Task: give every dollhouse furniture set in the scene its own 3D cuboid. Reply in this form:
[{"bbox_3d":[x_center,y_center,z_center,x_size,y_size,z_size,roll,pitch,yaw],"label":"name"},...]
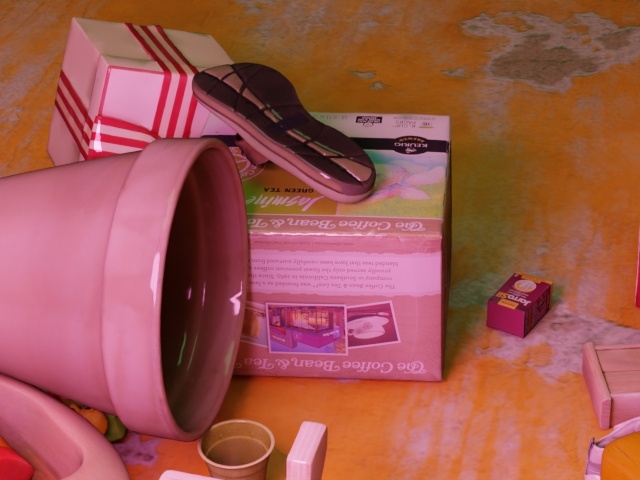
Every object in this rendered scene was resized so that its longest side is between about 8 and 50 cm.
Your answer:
[{"bbox_3d":[0.399,0.045,1.748,0.174,0.355,0.303,-4,32,-1],"label":"dollhouse furniture set"}]

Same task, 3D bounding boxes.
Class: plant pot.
[{"bbox_3d":[-0.090,0.252,1.703,0.083,0.079,0.083,-2,31,1],"label":"plant pot"},{"bbox_3d":[-0.252,0.041,1.676,0.280,0.323,0.323,5,32,12],"label":"plant pot"}]

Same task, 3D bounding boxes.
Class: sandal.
[{"bbox_3d":[-0.058,-0.123,1.902,0.120,0.086,0.303,-19,49,-35],"label":"sandal"}]

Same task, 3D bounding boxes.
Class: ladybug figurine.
[{"bbox_3d":[-0.368,0.258,1.598,0.305,0.162,0.449,-1,20,-32],"label":"ladybug figurine"}]

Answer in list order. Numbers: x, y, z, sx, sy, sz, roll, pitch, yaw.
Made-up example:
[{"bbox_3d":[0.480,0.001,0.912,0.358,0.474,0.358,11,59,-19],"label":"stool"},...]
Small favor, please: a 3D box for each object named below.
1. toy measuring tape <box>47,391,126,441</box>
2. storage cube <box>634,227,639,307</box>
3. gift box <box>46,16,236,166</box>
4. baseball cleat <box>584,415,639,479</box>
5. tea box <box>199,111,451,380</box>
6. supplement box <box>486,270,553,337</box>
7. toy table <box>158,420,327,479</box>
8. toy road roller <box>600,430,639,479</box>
[{"bbox_3d":[-0.260,0.123,1.884,0.121,0.121,0.330,0,31,3],"label":"toy measuring tape"},{"bbox_3d":[0.525,-0.017,2.008,0.193,0.183,0.215,10,34,22],"label":"storage cube"},{"bbox_3d":[-0.235,-0.146,2.218,0.255,0.276,0.258,-1,25,-23],"label":"gift box"},{"bbox_3d":[0.387,0.242,1.658,0.206,0.109,0.072,1,26,2],"label":"baseball cleat"},{"bbox_3d":[0.000,0.000,1.977,0.329,0.220,0.323,1,32,6],"label":"tea box"},{"bbox_3d":[0.255,0.081,1.996,0.055,0.043,0.083,18,37,27],"label":"supplement box"},{"bbox_3d":[-0.040,0.313,1.524,0.274,0.161,0.252,1,32,4],"label":"toy table"},{"bbox_3d":[0.373,0.286,1.460,0.330,0.240,0.202,-18,35,-23],"label":"toy road roller"}]
